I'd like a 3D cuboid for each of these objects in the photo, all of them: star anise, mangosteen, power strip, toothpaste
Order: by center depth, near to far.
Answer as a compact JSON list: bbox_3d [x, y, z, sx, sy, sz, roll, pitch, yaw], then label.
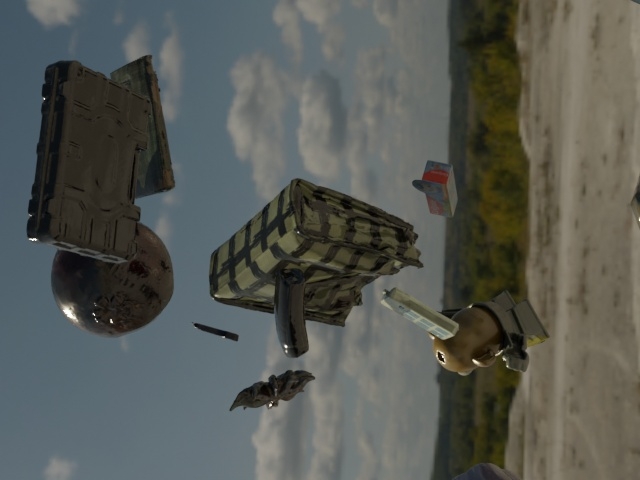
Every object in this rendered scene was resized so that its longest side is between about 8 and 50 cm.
[{"bbox_3d":[0.224,-0.100,1.880,0.193,0.070,0.044,59,-134,-69],"label":"toothpaste"},{"bbox_3d":[0.225,0.166,2.186,0.035,0.192,0.081,-61,4,-16],"label":"power strip"},{"bbox_3d":[-0.111,0.356,2.280,0.061,0.205,0.180,66,-172,25],"label":"star anise"},{"bbox_3d":[-0.487,0.078,2.280,0.293,0.297,0.297,-78,-12,-67],"label":"mangosteen"}]

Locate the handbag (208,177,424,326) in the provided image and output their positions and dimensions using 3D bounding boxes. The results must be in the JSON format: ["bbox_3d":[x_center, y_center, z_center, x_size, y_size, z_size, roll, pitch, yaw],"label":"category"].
[{"bbox_3d":[-0.008,0.037,1.928,0.325,0.327,0.162,-38,44,43],"label":"handbag"}]

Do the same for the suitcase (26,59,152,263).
[{"bbox_3d":[-0.357,-0.118,1.509,0.206,0.066,0.285,23,-112,-59],"label":"suitcase"}]

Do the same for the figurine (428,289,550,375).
[{"bbox_3d":[0.411,0.242,2.477,0.285,0.343,0.167,-20,-83,-36],"label":"figurine"}]

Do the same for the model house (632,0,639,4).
[{"bbox_3d":[0.684,-0.645,1.961,0.251,0.295,0.329,-55,0,12],"label":"model house"}]

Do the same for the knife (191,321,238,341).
[{"bbox_3d":[-0.250,0.215,2.277,0.031,0.121,0.018,54,-128,-79],"label":"knife"}]

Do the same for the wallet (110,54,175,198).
[{"bbox_3d":[-0.420,-0.263,2.269,0.044,0.169,0.316,-11,-88,-41],"label":"wallet"}]

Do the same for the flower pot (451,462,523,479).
[{"bbox_3d":[0.381,0.631,2.099,0.243,0.265,0.265,-112,21,-69],"label":"flower pot"}]

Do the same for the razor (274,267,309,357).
[{"bbox_3d":[-0.051,0.123,1.661,0.090,0.054,0.148,-125,30,-65],"label":"razor"}]

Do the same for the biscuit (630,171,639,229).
[{"bbox_3d":[0.580,-0.039,1.563,0.236,0.062,0.290,62,-145,-19],"label":"biscuit"}]
